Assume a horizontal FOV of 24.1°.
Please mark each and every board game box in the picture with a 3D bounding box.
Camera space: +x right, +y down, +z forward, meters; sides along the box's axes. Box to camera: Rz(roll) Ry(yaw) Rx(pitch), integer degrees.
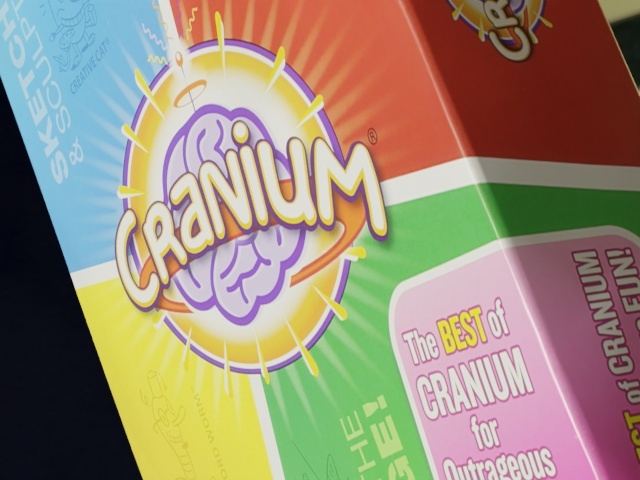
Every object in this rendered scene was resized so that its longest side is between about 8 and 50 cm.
[{"bbox_3d":[0.000,0.000,0.465,0.064,0.242,0.316,-14,-104,-33],"label":"board game box"}]
